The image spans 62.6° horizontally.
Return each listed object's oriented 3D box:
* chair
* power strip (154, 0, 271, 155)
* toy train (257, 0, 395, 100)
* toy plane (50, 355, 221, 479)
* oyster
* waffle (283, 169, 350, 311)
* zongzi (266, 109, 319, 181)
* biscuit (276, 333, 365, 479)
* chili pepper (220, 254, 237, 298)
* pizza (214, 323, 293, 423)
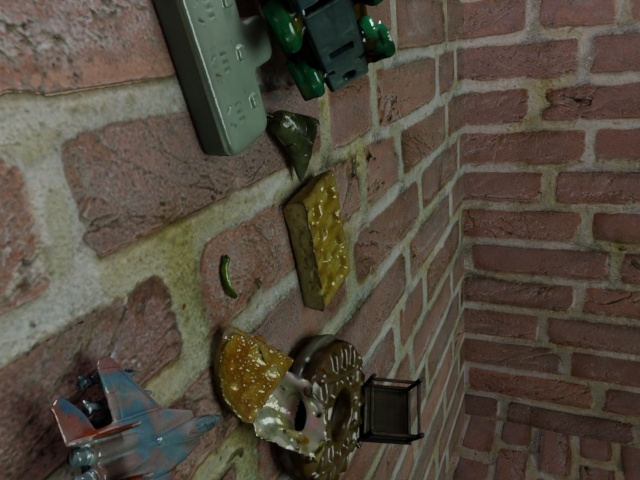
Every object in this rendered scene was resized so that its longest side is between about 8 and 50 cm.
[{"bbox_3d":[0.160,0.433,1.319,0.260,0.141,0.155,103,-8,-64],"label":"chair"},{"bbox_3d":[-0.139,-0.280,0.792,0.194,0.059,0.265,-56,141,-47],"label":"power strip"},{"bbox_3d":[-0.019,-0.404,0.863,0.249,0.178,0.429,63,6,16],"label":"toy train"},{"bbox_3d":[-0.207,0.253,0.659,0.326,0.104,0.223,55,15,-76],"label":"toy plane"},{"bbox_3d":[-0.061,0.302,0.955,0.133,0.209,0.072,-62,-171,-12],"label":"oyster"},{"bbox_3d":[0.000,0.000,1.132,0.168,0.057,0.274,-54,141,-49],"label":"waffle"},{"bbox_3d":[-0.065,-0.174,0.981,0.154,0.062,0.131,-8,113,-58],"label":"zongzi"},{"bbox_3d":[0.008,0.369,1.151,0.332,0.103,0.332,-14,105,-63],"label":"biscuit"},{"bbox_3d":[-0.150,0.063,0.868,0.030,0.017,0.083,-42,130,-58],"label":"chili pepper"},{"bbox_3d":[-0.115,0.221,0.886,0.134,0.046,0.175,-5,104,-28],"label":"pizza"}]
